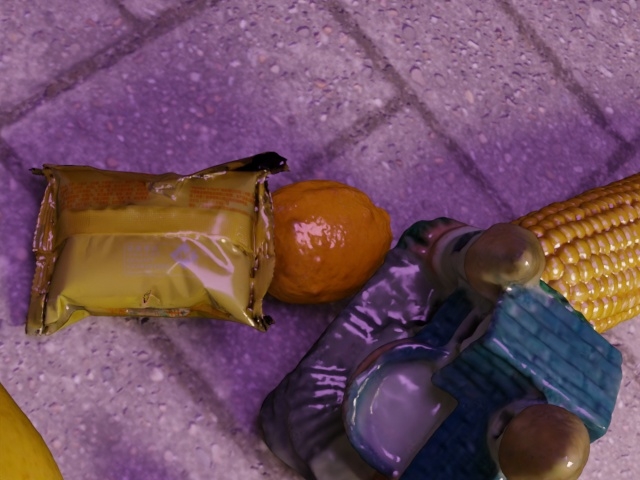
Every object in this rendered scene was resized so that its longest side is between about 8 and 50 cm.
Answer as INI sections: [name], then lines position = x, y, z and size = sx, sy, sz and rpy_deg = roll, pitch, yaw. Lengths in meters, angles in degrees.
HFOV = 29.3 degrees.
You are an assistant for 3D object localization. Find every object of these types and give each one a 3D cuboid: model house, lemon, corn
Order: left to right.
[lemon]
position = 0.000, 0.000, 1.110
size = 0.155, 0.114, 0.114
rpy_deg = -13, 74, -37
[model house]
position = 0.109, 0.118, 0.937
size = 0.194, 0.325, 0.267
rpy_deg = 40, 85, -5
[corn]
position = 0.305, 0.009, 1.243
size = 0.387, 0.144, 0.144
rpy_deg = -17, 76, -34

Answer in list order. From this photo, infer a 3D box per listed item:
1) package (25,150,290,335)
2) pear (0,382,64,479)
[package]
position = -0.140, 0.001, 1.036
size = 0.226, 0.090, 0.168
rpy_deg = 1, 70, 0
[pear]
position = -0.324, 0.195, 0.715
size = 0.362, 0.362, 0.418
rpy_deg = -17, 67, -31
